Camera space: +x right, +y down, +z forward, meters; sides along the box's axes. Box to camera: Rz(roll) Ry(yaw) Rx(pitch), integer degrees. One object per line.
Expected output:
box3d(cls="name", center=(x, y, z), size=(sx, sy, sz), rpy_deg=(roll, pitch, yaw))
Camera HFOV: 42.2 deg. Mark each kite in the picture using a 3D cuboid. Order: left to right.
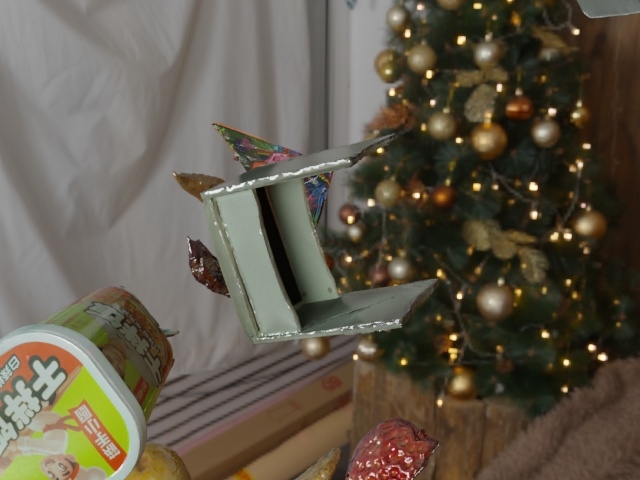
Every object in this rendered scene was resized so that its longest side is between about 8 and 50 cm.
box3d(cls="kite", center=(-0.067, -0.105, 1.531), size=(0.233, 0.321, 0.016), rpy_deg=(-20, 23, 37))

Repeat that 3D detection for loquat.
box3d(cls="loquat", center=(-0.386, 0.558, 1.866), size=(0.213, 0.213, 0.213), rpy_deg=(1, 20, 0))

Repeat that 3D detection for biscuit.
box3d(cls="biscuit", center=(-0.051, 0.408, 1.316), size=(0.029, 0.247, 0.118), rpy_deg=(44, 28, -1))

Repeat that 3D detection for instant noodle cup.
box3d(cls="instant noodle cup", center=(-0.379, 0.221, 1.302), size=(0.293, 0.294, 0.308), rpy_deg=(3, 16, 5))

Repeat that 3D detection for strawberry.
box3d(cls="strawberry", center=(0.125, 0.498, 1.771), size=(0.150, 0.280, 0.253), rpy_deg=(37, -2, 13))

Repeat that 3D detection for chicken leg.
box3d(cls="chicken leg", center=(-0.249, 0.079, 2.049), size=(0.233, 0.105, 0.063), rpy_deg=(30, -36, -33))

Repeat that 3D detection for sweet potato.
box3d(cls="sweet potato", center=(-0.238, -0.108, 1.737), size=(0.205, 0.068, 0.060), rpy_deg=(21, 26, -50))

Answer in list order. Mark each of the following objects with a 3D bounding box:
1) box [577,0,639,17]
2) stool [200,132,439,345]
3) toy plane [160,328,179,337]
box3d(cls="box", center=(0.558, -0.501, 1.516), size=(0.135, 0.163, 0.243), rpy_deg=(-38, 18, -4))
box3d(cls="stool", center=(0.000, 0.000, 1.223), size=(0.269, 0.244, 0.170), rpy_deg=(-10, 14, 31))
box3d(cls="toy plane", center=(-0.396, 0.202, 1.594), size=(0.261, 0.088, 0.192), rpy_deg=(1, 19, 7))
